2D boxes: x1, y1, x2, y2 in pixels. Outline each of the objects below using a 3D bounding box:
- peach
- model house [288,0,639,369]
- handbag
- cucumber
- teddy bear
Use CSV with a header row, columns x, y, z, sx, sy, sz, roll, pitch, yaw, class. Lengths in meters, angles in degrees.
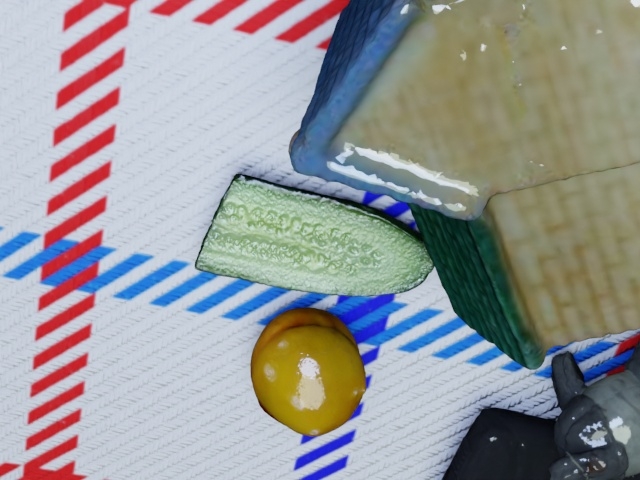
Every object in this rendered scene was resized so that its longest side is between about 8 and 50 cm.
x,y,z,sx,sy,sz,roll,pitch,yaw,class
-0.015,0.141,1.061,0.138,0.138,0.138,0,117,1,peach
0.173,-0.112,0.850,0.342,0.334,0.382,-16,121,20,model house
0.253,0.334,1.188,0.244,0.088,0.275,15,113,-9,handbag
0.000,0.000,1.029,0.244,0.063,0.115,15,111,-7,cucumber
0.349,0.180,1.074,0.251,0.171,0.144,-28,134,7,teddy bear
